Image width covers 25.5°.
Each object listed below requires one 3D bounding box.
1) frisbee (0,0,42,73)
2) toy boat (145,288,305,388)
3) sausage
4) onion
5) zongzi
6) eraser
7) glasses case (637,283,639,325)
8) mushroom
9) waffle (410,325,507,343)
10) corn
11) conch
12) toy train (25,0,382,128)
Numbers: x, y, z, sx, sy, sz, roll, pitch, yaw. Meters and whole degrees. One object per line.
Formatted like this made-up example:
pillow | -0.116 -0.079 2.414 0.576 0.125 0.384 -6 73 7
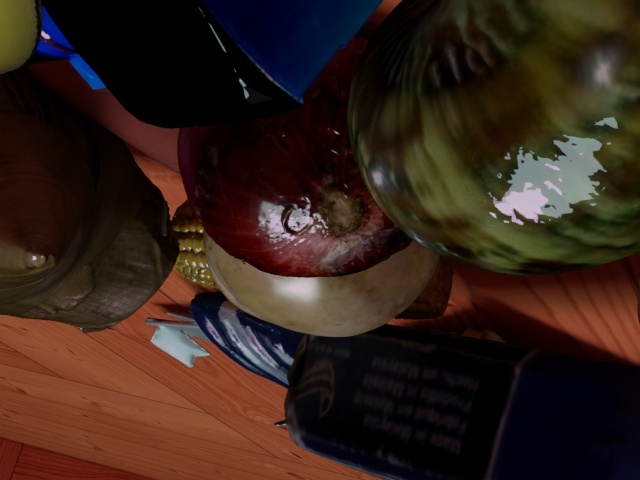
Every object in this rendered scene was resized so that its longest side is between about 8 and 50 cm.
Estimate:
frisbee | -0.177 -0.145 0.456 0.236 0.017 0.236 38 157 19
toy boat | -0.075 0.090 1.283 0.291 0.070 0.210 11 160 32
sausage | -0.093 -0.082 0.745 0.062 0.062 0.154 3 158 42
onion | -0.002 -0.042 0.684 0.131 0.131 0.131 16 164 5
zongzi | -0.140 0.003 0.787 0.300 0.145 0.274 35 178 43
eraser | 0.120 0.115 0.847 0.155 0.101 0.332 20 170 -33
glasses case | 0.265 0.052 0.771 0.196 0.083 0.050 22 163 -17
mushroom | 0.000 0.000 0.828 0.148 0.112 0.148 15 166 4
waffle | 0.162 0.147 1.146 0.229 0.057 0.219 34 168 -15
corn | -0.009 0.011 0.945 0.203 0.072 0.072 11 162 22
conch | 0.098 -0.058 0.494 0.187 0.124 0.181 -20 180 22
toy train | -0.059 -0.105 0.497 0.204 0.131 0.083 0 137 50
